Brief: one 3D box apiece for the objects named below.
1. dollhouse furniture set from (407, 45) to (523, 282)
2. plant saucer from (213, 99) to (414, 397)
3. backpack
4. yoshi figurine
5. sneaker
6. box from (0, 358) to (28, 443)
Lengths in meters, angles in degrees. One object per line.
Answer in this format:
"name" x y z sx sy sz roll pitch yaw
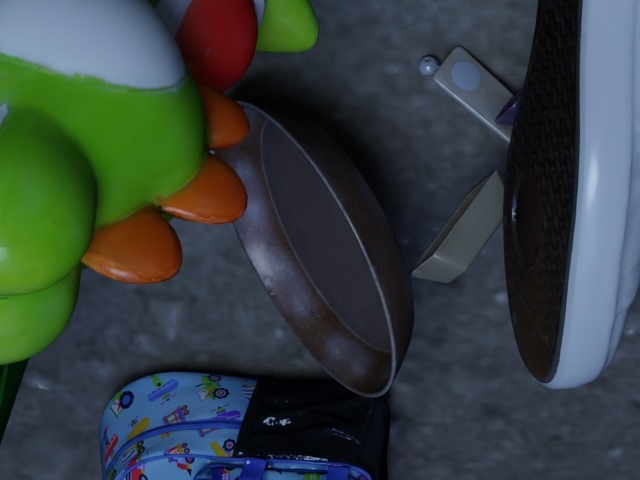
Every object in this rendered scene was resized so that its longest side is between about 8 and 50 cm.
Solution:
"dollhouse furniture set" 0.070 -0.047 0.953 0.081 0.114 0.091 40 150 -4
"plant saucer" 0.000 0.000 0.993 0.029 0.168 0.168 -27 129 -19
"backpack" -0.050 0.155 1.126 0.173 0.117 0.158 6 127 6
"yoshi figurine" -0.134 -0.106 0.777 0.203 0.362 0.204 -13 125 17
"sneaker" 0.159 -0.069 0.884 0.123 0.106 0.290 4 103 -15
"box" -0.245 -0.008 0.931 0.231 0.262 0.127 12 127 -1
